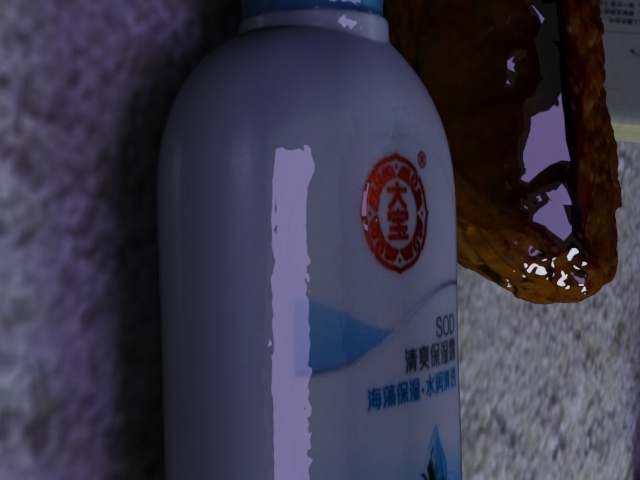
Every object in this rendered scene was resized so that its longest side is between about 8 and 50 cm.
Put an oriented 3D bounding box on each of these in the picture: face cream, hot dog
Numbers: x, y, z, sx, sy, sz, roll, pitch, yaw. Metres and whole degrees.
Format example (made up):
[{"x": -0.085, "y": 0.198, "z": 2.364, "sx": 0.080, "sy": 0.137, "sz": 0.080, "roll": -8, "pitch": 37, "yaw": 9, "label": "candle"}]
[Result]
[{"x": 0.000, "y": 0.000, "z": 0.456, "sx": 0.163, "sy": 0.080, "sz": 0.337, "roll": 0, "pitch": 89, "yaw": -53, "label": "face cream"}, {"x": 0.101, "y": -0.081, "z": 0.581, "sx": 0.160, "sy": 0.099, "sz": 0.227, "roll": 16, "pitch": 75, "yaw": -52, "label": "hot dog"}]

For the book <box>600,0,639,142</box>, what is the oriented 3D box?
[{"x": 0.230, "y": -0.202, "z": 0.710, "sx": 0.026, "sy": 0.201, "sz": 0.290, "roll": 124, "pitch": -28, "yaw": -80, "label": "book"}]
